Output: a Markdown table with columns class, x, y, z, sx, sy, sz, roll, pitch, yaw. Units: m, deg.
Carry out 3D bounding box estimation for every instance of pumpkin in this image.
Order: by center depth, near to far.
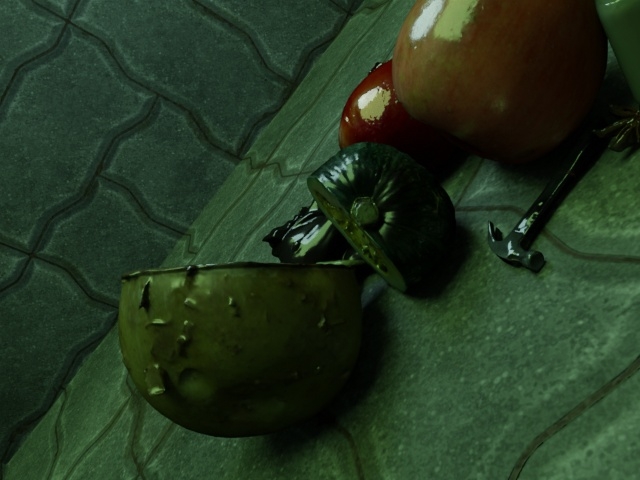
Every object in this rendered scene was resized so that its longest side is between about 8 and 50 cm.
| class | x | y | z | sx | sy | sz | roll | pitch | yaw |
| --- | --- | --- | --- | --- | --- | --- | --- | --- | --- |
| pumpkin | 0.134 | -0.070 | 1.057 | 0.197 | 0.293 | 0.263 | -42 | -6 | -4 |

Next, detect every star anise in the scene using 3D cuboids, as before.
| class | x | y | z | sx | sy | sz | roll | pitch | yaw |
| --- | --- | --- | --- | --- | --- | --- | --- | --- | --- |
| star anise | 0.496 | -0.183 | 0.851 | 0.141 | 0.042 | 0.141 | -31 | 28 | 19 |

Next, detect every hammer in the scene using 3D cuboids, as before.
| class | x | y | z | sx | sy | sz | roll | pitch | yaw |
| --- | --- | --- | --- | --- | --- | --- | --- | --- | --- |
| hammer | 0.385 | -0.084 | 0.922 | 0.289 | 0.037 | 0.137 | -54 | 25 | -4 |

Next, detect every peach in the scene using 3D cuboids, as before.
| class | x | y | z | sx | sy | sz | roll | pitch | yaw |
| --- | --- | --- | --- | --- | --- | --- | --- | --- | --- |
| peach | 0.200 | -0.287 | 1.269 | 0.338 | 0.281 | 0.281 | -55 | 23 | 3 |

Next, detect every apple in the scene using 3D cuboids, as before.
| class | x | y | z | sx | sy | sz | roll | pitch | yaw |
| --- | --- | --- | --- | --- | --- | --- | --- | --- | --- |
| apple | 0.312 | -0.322 | 0.969 | 0.364 | 0.364 | 0.363 | -41 | 26 | 24 |

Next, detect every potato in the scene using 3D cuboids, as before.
| class | x | y | z | sx | sy | sz | roll | pitch | yaw |
| --- | --- | --- | --- | --- | --- | --- | --- | --- | --- |
| potato | -0.140 | 0.205 | 1.030 | 0.443 | 0.385 | 0.319 | -7 | 83 | 12 |

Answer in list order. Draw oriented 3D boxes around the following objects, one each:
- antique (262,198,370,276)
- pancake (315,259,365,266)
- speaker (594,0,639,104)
| class | x | y | z | sx | sy | sz | roll | pitch | yaw |
| --- | --- | --- | --- | --- | --- | --- | --- | --- | --- |
| antique | 0.000 | 0.000 | 1.321 | 0.255 | 0.185 | 0.322 | -43 | 29 | 16 |
| pancake | 0.040 | 0.048 | 1.135 | 0.108 | 0.108 | 0.017 | -8 | 83 | 58 |
| speaker | 0.588 | -0.364 | 0.724 | 0.406 | 0.184 | 0.183 | -24 | 32 | 37 |
